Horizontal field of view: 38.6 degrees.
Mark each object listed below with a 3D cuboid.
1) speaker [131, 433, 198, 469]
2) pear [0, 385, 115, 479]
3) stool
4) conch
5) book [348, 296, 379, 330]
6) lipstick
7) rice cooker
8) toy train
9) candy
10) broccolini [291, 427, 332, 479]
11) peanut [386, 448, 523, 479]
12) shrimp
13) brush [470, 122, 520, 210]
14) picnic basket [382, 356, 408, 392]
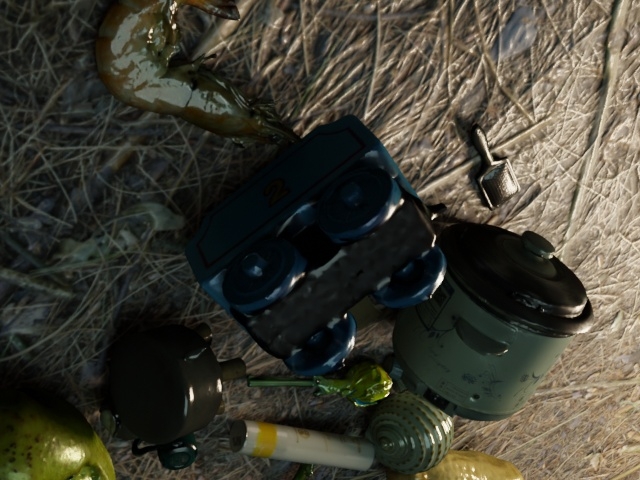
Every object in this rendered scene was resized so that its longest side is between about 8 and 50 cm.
[{"bbox_3d":[-0.237,0.305,1.388,0.094,0.075,0.060,11,118,-28],"label":"speaker"},{"bbox_3d":[-0.370,0.301,1.211,0.238,0.164,0.255,-27,131,-47],"label":"pear"},{"bbox_3d":[-0.217,0.196,1.283,0.139,0.228,0.153,-11,89,-51],"label":"stool"},{"bbox_3d":[0.176,0.352,1.648,0.200,0.131,0.172,-1,123,-31],"label":"conch"},{"bbox_3d":[0.002,0.101,1.418,0.138,0.016,0.199,-36,135,-3],"label":"book"},{"bbox_3d":[-0.027,0.347,1.543,0.264,0.059,0.059,17,114,-31],"label":"lipstick"},{"bbox_3d":[0.266,0.115,1.425,0.317,0.264,0.317,-50,165,-18],"label":"rice cooker"},{"bbox_3d":[0.000,0.000,1.159,0.300,0.265,0.188,-38,126,2],"label":"toy train"},{"bbox_3d":[-0.001,0.236,1.498,0.262,0.073,0.077,6,132,-28],"label":"candy"},{"bbox_3d":[-0.047,0.421,1.631,0.216,0.058,0.067,-65,170,15],"label":"broccolini"},{"bbox_3d":[0.263,0.478,1.800,0.319,0.147,0.147,14,116,-29],"label":"peanut"},{"bbox_3d":[-0.119,-0.206,1.072,0.296,0.058,0.169,18,111,-37],"label":"shrimp"},{"bbox_3d":[0.263,-0.114,1.411,0.063,0.016,0.193,-38,136,-1],"label":"brush"},{"bbox_3d":[0.151,0.228,1.583,0.083,0.065,0.083,19,114,-23],"label":"picnic basket"}]
